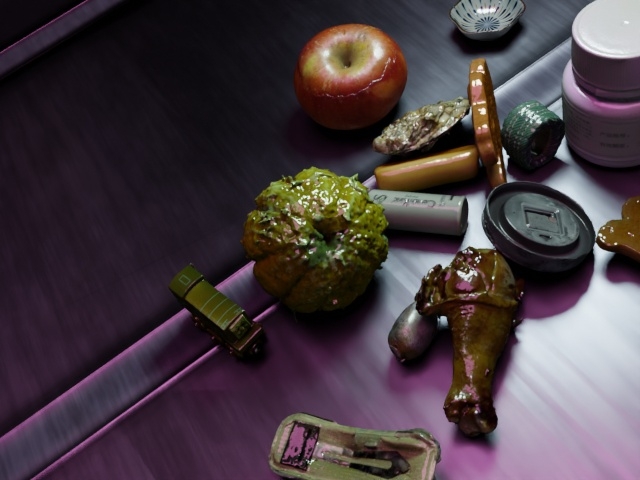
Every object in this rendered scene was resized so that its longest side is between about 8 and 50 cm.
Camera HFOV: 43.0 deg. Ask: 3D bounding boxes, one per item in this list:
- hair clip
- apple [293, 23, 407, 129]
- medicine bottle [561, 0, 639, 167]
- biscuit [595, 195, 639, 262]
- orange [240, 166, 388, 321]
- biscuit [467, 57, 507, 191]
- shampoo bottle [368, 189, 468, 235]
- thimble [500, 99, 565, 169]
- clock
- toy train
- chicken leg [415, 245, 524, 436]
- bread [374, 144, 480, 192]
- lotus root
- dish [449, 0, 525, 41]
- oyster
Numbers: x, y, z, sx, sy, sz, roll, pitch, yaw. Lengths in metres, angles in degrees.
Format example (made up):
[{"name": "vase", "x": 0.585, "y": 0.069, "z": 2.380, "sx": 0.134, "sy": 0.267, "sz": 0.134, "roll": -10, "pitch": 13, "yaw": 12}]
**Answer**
[{"name": "hair clip", "x": 0.066, "y": 0.391, "z": 1.442, "sx": 0.321, "sy": 0.091, "sz": 0.138, "roll": 2, "pitch": 62, "yaw": 33}, {"name": "apple", "x": 0.074, "y": -0.386, "z": 1.964, "sx": 0.272, "sy": 0.206, "sz": 0.251, "roll": -28, "pitch": 61, "yaw": -1}, {"name": "medicine bottle", "x": 0.621, "y": -0.326, "z": 1.672, "sx": 0.241, "sy": 0.302, "sz": 0.241, "roll": -9, "pitch": 52, "yaw": 11}, {"name": "biscuit", "x": 0.675, "y": 0.033, "z": 1.534, "sx": 0.197, "sy": 0.049, "sz": 0.301, "roll": -37, "pitch": 53, "yaw": -25}, {"name": "orange", "x": 0.000, "y": 0.000, "z": 1.648, "sx": 0.301, "sy": 0.223, "sz": 0.300, "roll": -22, "pitch": 88, "yaw": -13}, {"name": "biscuit", "x": 0.359, "y": -0.260, "z": 1.773, "sx": 0.047, "sy": 0.202, "sz": 0.334, "roll": -11, "pitch": 53, "yaw": 19}, {"name": "shampoo bottle", "x": 0.183, "y": -0.064, "z": 1.753, "sx": 0.262, "sy": 0.085, "sz": 0.085, "roll": 6, "pitch": 56, "yaw": 23}, {"name": "thimble", "x": 0.458, "y": -0.229, "z": 1.758, "sx": 0.118, "sy": 0.135, "sz": 0.090, "roll": -30, "pitch": 50, "yaw": -13}, {"name": "clock", "x": 0.431, "y": -0.029, "z": 1.613, "sx": 0.226, "sy": 0.049, "sz": 0.226, "roll": 8, "pitch": 45, "yaw": -8}, {"name": "toy train", "x": -0.209, "y": 0.153, "z": 1.679, "sx": 0.225, "sy": 0.137, "sz": 0.090, "roll": 31, "pitch": 68, "yaw": 35}, {"name": "chicken leg", "x": 0.266, "y": 0.156, "z": 1.495, "sx": 0.211, "sy": 0.140, "sz": 0.361, "roll": 24, "pitch": 56, "yaw": -1}, {"name": "bread", "x": 0.241, "y": -0.153, "z": 1.808, "sx": 0.239, "sy": 0.074, "sz": 0.092, "roll": -12, "pitch": 11, "yaw": 8}, {"name": "lotus root", "x": 0.186, "y": 0.165, "z": 1.574, "sx": 0.088, "sy": 0.088, "sz": 0.165, "roll": 15, "pitch": 51, "yaw": 27}, {"name": "dish", "x": 0.426, "y": -0.562, "z": 2.071, "sx": 0.191, "sy": 0.066, "sz": 0.190, "roll": -8, "pitch": 49, "yaw": 9}, {"name": "oyster", "x": 0.232, "y": -0.261, "z": 1.856, "sx": 0.260, "sy": 0.092, "sz": 0.198, "roll": -39, "pitch": 14, "yaw": -9}]
